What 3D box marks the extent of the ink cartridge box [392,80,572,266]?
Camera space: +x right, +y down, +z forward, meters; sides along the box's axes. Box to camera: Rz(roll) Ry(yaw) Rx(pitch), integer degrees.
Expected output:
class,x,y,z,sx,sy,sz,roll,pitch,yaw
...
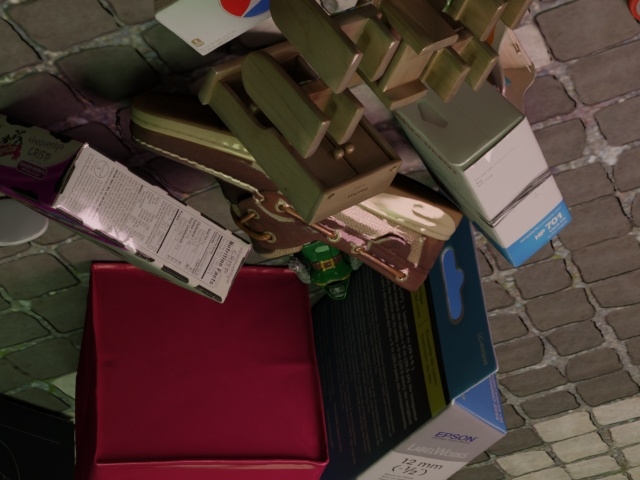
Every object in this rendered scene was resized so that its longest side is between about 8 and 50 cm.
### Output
class,x,y,z,sx,sy,sz,roll,pitch,yaw
ink cartridge box,0.149,-0.081,1.324,0.082,0.139,0.191,-39,144,-2

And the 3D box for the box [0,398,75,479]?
class,x,y,z,sx,sy,sz,roll,pitch,yaw
box,-0.473,0.391,1.693,0.212,0.395,0.293,-31,139,32

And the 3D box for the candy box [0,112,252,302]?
class,x,y,z,sx,sy,sz,roll,pitch,yaw
candy box,-0.200,-0.030,1.341,0.159,0.071,0.233,19,169,44

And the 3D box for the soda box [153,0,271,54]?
class,x,y,z,sx,sy,sz,roll,pitch,yaw
soda box,-0.036,-0.239,1.131,0.216,0.074,0.069,-26,142,26

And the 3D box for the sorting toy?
class,x,y,z,sx,sy,sz,roll,pitch,yaw
sorting toy,0.171,-0.154,1.295,0.045,0.075,0.083,-20,144,18

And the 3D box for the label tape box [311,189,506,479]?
class,x,y,z,sx,sy,sz,roll,pitch,yaw
label tape box,0.111,0.125,1.540,0.115,0.249,0.348,15,140,-29

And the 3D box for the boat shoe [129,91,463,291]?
class,x,y,z,sx,sy,sz,roll,pitch,yaw
boat shoe,-0.033,-0.037,1.333,0.342,0.123,0.123,19,104,-23

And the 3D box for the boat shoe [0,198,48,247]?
class,x,y,z,sx,sy,sz,roll,pitch,yaw
boat shoe,-0.347,-0.011,1.441,0.142,0.049,0.040,-8,165,4

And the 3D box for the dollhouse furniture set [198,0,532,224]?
class,x,y,z,sx,sy,sz,roll,pitch,yaw
dollhouse furniture set,0.016,-0.158,1.162,0.212,0.161,0.242,-25,156,-37

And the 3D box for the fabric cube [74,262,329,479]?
class,x,y,z,sx,sy,sz,roll,pitch,yaw
fabric cube,-0.147,0.202,1.599,0.254,0.259,0.258,3,145,-14

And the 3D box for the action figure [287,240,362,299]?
class,x,y,z,sx,sy,sz,roll,pitch,yaw
action figure,0.000,0.000,1.510,0.137,0.063,0.232,-14,149,5

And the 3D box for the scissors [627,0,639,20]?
class,x,y,z,sx,sy,sz,roll,pitch,yaw
scissors,0.429,-0.226,1.295,0.297,0.021,0.109,4,142,-19
